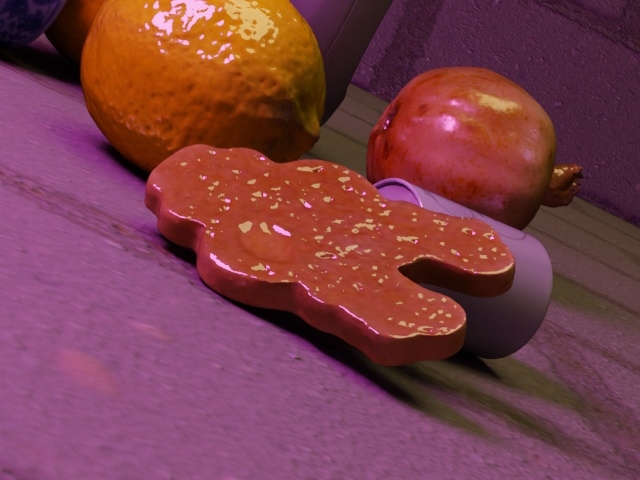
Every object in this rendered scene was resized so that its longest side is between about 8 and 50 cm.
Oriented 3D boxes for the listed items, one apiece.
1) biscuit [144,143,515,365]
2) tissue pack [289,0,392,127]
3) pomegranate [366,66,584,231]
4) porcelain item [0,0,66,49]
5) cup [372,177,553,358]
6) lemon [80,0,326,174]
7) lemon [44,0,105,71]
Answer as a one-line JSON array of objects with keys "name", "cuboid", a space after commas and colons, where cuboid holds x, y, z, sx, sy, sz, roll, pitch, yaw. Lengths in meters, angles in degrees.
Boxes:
[{"name": "biscuit", "cuboid": [-0.003, 0.001, 0.848, 0.236, 0.040, 0.144, 22, 35, 22]}, {"name": "tissue pack", "cuboid": [-0.051, -0.302, 1.570, 0.229, 0.333, 0.236, 34, 11, 31]}, {"name": "pomegranate", "cuboid": [0.150, -0.084, 1.431, 0.207, 0.207, 0.207, 26, 10, -5]}, {"name": "porcelain item", "cuboid": [-0.304, -0.255, 1.215, 0.114, 0.147, 0.147, 17, 14, -45]}, {"name": "cup", "cuboid": [0.080, 0.012, 0.972, 0.133, 0.099, 0.136, 20, 26, -32]}, {"name": "lemon", "cuboid": [-0.089, -0.123, 1.042, 0.193, 0.180, 0.180, 52, 14, 7]}, {"name": "lemon", "cuboid": [-0.162, -0.260, 1.334, 0.267, 0.267, 0.267, 26, 10, -5]}]
